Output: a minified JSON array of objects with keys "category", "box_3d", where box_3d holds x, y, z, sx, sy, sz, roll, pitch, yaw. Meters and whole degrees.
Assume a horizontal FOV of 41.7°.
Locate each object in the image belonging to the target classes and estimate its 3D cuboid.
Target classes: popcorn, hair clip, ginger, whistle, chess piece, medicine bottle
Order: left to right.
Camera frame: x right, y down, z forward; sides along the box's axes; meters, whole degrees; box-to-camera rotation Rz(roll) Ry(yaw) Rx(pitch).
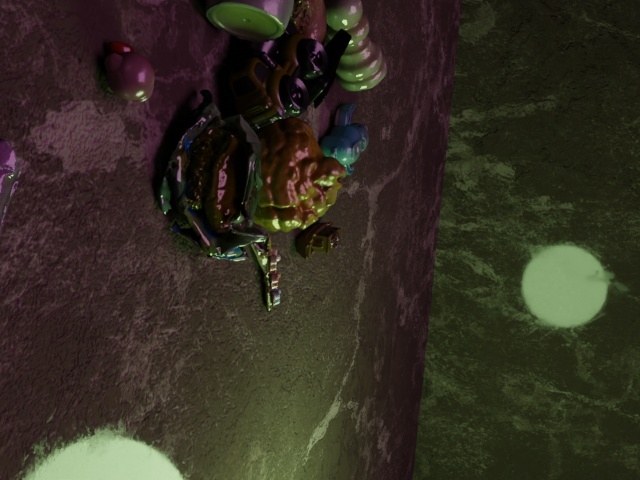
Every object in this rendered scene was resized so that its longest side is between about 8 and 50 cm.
[{"category":"medicine bottle","box_3d":[-0.114,-0.430,1.420,0.147,0.147,0.143,38,60,-68]},{"category":"hair clip","box_3d":[-0.107,0.068,1.804,0.062,0.056,0.213,-110,-173,-48]},{"category":"popcorn","box_3d":[-0.053,-0.130,1.651,0.226,0.203,0.200,-76,170,-48]},{"category":"ginger","box_3d":[-0.025,-0.454,1.781,0.137,0.074,0.213,-40,135,-48]},{"category":"whistle","box_3d":[0.070,-0.248,2.126,0.274,0.093,0.186,-45,139,-65]},{"category":"chess piece","box_3d":[0.069,-0.485,1.987,0.243,0.133,0.133,65,37,-47]}]

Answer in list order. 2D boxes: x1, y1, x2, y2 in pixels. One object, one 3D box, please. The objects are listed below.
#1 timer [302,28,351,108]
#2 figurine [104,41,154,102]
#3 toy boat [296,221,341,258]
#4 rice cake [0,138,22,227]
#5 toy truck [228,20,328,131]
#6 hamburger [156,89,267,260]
[{"category":"timer","box_3d":[0.001,-0.358,1.820,0.144,0.055,0.187,-37,-156,52]},{"category":"figurine","box_3d":[-0.270,-0.235,1.185,0.083,0.067,0.071,34,44,-52]},{"category":"toy boat","box_3d":[0.000,0.000,2.040,0.200,0.077,0.057,-35,132,-64]},{"category":"rice cake","box_3d":[-0.397,0.010,0.946,0.049,0.055,0.269,43,60,-62]},{"category":"toy truck","box_3d":[-0.101,-0.319,1.546,0.165,0.147,0.224,49,44,-31]},{"category":"hamburger","box_3d":[-0.155,-0.102,1.446,0.276,0.151,0.260,53,47,-63]}]
